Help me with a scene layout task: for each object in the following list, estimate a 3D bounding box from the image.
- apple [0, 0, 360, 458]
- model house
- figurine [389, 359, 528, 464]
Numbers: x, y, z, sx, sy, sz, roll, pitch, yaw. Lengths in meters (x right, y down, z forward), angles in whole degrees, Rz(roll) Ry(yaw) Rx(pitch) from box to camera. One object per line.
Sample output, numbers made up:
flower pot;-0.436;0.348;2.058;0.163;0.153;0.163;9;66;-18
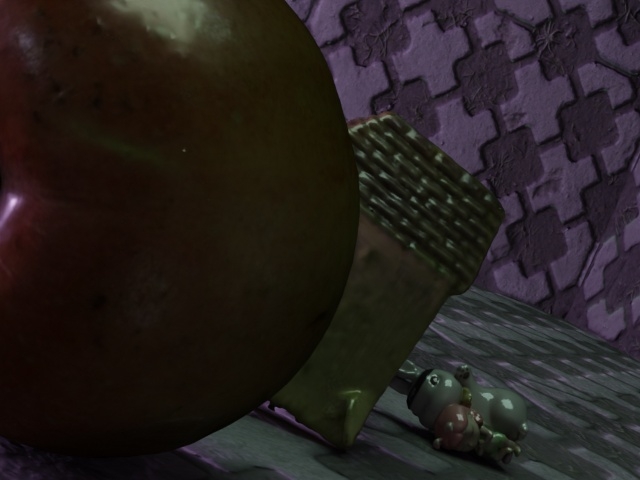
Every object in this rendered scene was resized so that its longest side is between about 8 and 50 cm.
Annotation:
apple;-0.128;-0.040;0.840;0.338;0.338;0.305;26;17;31
model house;0.000;0.000;1.238;0.261;0.266;0.321;38;5;-6
figurine;0.133;0.163;1.326;0.146;0.081;0.098;22;5;-13
